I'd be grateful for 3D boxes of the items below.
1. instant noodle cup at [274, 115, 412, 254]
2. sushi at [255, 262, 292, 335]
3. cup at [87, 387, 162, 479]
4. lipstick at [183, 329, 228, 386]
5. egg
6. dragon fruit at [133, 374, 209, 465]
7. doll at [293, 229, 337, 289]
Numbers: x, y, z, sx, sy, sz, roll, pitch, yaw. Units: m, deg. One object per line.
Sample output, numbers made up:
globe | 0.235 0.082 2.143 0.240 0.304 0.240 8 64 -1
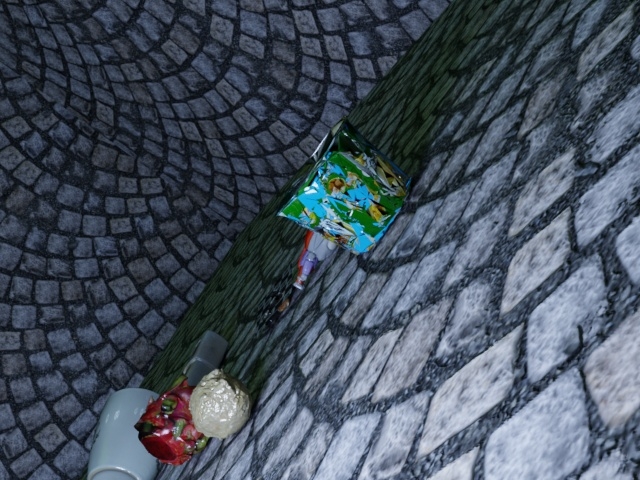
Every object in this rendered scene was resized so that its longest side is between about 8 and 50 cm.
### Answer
instant noodle cup | 0.050 -0.092 1.627 0.240 0.178 0.240 -52 9 11
sushi | -0.095 0.140 1.993 0.139 0.031 0.201 -51 12 14
cup | -0.454 0.524 2.056 0.234 0.186 0.258 -82 -1 -56
lipstick | -0.307 0.335 2.209 0.079 0.077 0.253 -50 11 26
egg | -0.183 0.298 1.568 0.116 0.118 0.140 -39 6 -40
dragon fruit | -0.283 0.358 1.760 0.167 0.160 0.172 101 -168 -46
doll | 0.000 0.000 1.879 0.228 0.075 0.102 -63 -1 3
